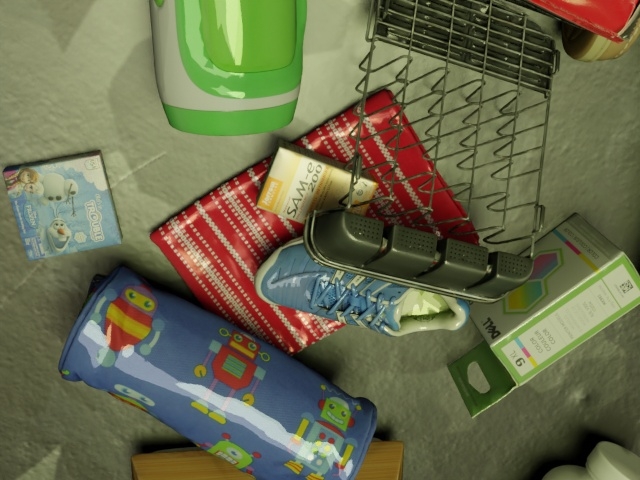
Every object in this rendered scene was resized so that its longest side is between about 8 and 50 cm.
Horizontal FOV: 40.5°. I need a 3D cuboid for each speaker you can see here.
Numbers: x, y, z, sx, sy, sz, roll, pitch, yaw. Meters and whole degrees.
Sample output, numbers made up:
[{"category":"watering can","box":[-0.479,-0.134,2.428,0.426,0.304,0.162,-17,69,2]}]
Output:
[{"category":"speaker","box":[-0.078,-0.241,0.699,0.131,0.131,0.297,-3,111,-7]}]

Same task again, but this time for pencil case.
[{"category":"pencil case","box":[-0.101,0.142,0.825,0.306,0.119,0.133,30,138,-8]}]

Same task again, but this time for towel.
[{"category":"towel","box":[0.000,0.000,0.856,0.274,0.031,0.199,-31,111,5]}]

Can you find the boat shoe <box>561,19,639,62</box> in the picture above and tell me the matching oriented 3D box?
[{"category":"boat shoe","box":[0.320,-0.301,0.733,0.110,0.122,0.341,20,106,-14]}]

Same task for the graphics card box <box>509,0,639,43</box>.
[{"category":"graphics card box","box":[0.141,-0.283,0.581,0.094,0.371,0.233,19,109,-15]}]

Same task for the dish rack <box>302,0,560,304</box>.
[{"category":"dish rack","box":[0.110,-0.094,0.778,0.208,0.074,0.272,14,76,-19]}]

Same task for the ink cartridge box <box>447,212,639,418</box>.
[{"category":"ink cartridge box","box":[0.208,0.073,0.871,0.209,0.109,0.062,-37,111,8]}]

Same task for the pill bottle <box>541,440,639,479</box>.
[{"category":"pill bottle","box":[0.280,0.357,0.973,0.146,0.146,0.264,25,106,-16]}]

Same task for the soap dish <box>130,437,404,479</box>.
[{"category":"soap dish","box":[-0.052,0.331,0.931,0.290,0.118,0.229,-1,112,-6]}]

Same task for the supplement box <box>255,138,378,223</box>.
[{"category":"supplement box","box":[-0.004,-0.046,0.803,0.098,0.036,0.062,19,107,-11]}]

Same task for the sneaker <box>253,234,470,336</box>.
[{"category":"sneaker","box":[0.043,0.044,0.818,0.211,0.081,0.080,3,112,-8]}]

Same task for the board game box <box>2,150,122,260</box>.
[{"category":"board game box","box":[-0.240,-0.032,0.814,0.090,0.020,0.090,-11,112,-5]}]
